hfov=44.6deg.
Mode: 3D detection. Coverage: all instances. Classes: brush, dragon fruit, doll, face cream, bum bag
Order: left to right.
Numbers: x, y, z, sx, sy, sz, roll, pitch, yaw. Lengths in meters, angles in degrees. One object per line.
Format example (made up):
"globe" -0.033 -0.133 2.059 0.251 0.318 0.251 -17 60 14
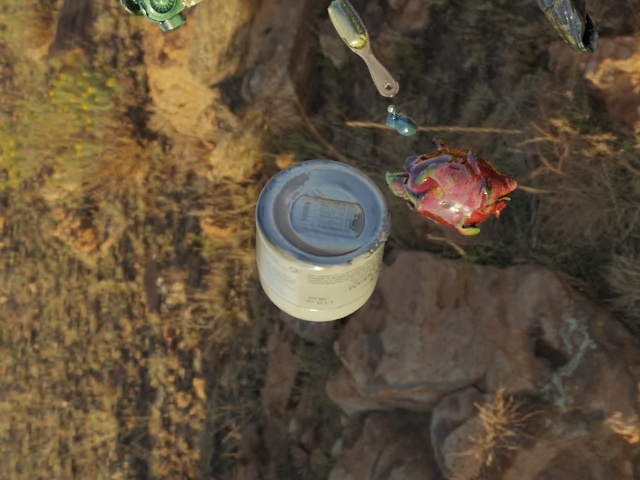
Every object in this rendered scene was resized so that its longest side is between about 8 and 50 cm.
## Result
"face cream" 0.000 0.000 1.061 0.153 0.177 0.177 96 164 -59
"brush" 0.109 -0.513 2.080 0.072 0.067 0.313 -33 81 21
"doll" 0.202 -0.287 1.912 0.083 0.076 0.051 38 103 34
"dragon fruit" 0.272 -0.119 1.658 0.269 0.200 0.199 -158 72 -67
"bum bag" 0.451 -0.511 1.509 0.095 0.340 0.144 -29 31 7

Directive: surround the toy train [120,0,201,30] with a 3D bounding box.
"toy train" -0.261 -0.469 1.195 0.116 0.177 0.286 27 152 51
